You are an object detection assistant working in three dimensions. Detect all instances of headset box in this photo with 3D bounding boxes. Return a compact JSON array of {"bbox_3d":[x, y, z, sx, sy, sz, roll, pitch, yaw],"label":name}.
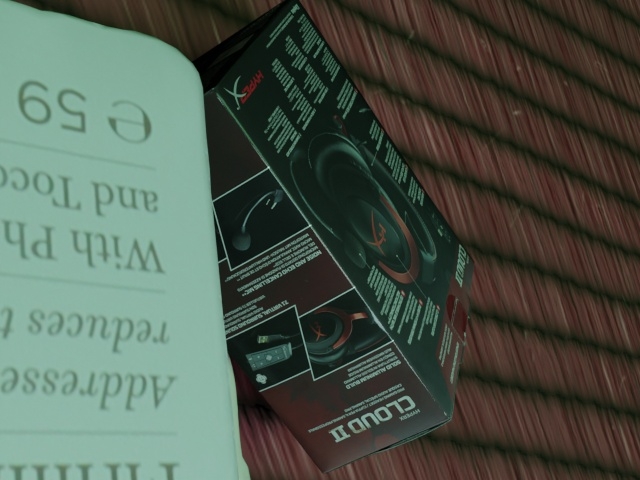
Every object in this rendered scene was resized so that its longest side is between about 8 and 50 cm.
[{"bbox_3d":[0.000,0.000,0.754,0.293,0.110,0.218,54,25,-17],"label":"headset box"}]

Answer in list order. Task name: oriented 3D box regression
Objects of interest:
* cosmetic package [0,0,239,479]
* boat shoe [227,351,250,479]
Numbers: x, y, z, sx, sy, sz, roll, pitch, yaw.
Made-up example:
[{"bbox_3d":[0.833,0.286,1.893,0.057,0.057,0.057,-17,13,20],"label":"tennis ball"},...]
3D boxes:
[{"bbox_3d":[-0.243,0.137,0.357,0.329,0.327,0.394,9,65,-41],"label":"cosmetic package"},{"bbox_3d":[-0.098,0.117,0.699,0.065,0.075,0.206,-17,94,-48],"label":"boat shoe"}]
